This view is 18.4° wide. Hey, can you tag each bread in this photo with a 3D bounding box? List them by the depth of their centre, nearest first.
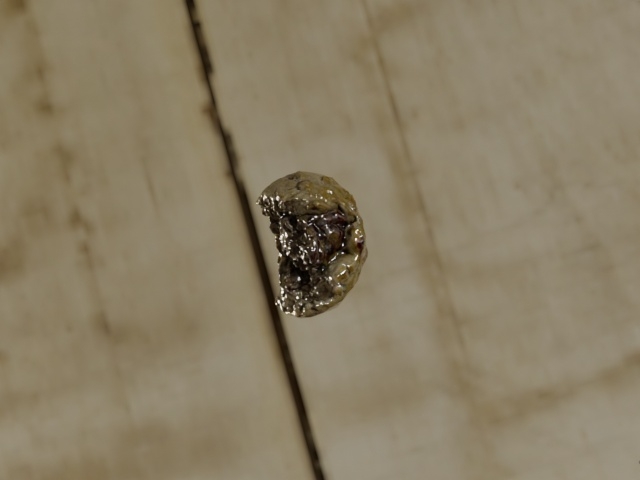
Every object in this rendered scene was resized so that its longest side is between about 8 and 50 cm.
[{"bbox_3d":[0.000,0.000,1.518,0.082,0.113,0.060,-26,18,-38],"label":"bread"}]

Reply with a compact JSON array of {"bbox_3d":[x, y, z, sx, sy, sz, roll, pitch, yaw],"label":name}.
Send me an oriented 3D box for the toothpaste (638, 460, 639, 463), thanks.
[{"bbox_3d":[0.220,0.158,1.165,0.017,0.083,0.020,-32,-16,-15],"label":"toothpaste"}]
